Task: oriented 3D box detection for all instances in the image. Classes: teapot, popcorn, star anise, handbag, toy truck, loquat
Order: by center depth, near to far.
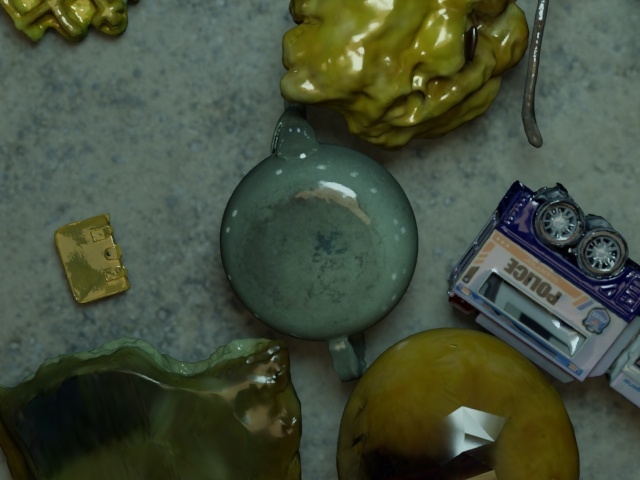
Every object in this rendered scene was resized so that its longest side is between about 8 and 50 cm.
[{"bbox_3d":[0.128,0.200,1.188,0.235,0.235,0.235,0,94,2],"label":"loquat"},{"bbox_3d":[0.078,-0.180,1.189,0.254,0.191,0.190,-12,108,-6],"label":"popcorn"},{"bbox_3d":[0.240,-0.240,1.207,0.227,0.148,0.218,-35,80,12],"label":"star anise"},{"bbox_3d":[0.000,0.000,1.224,0.193,0.129,0.294,-12,104,11],"label":"teapot"},{"bbox_3d":[0.268,0.067,1.229,0.268,0.124,0.155,36,101,1],"label":"toy truck"},{"bbox_3d":[-0.234,0.018,1.289,0.061,0.027,0.083,-18,95,3],"label":"handbag"}]

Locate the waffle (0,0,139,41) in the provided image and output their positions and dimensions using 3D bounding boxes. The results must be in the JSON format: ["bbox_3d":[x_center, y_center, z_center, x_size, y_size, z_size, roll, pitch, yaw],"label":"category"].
[{"bbox_3d":[-0.241,-0.314,1.253,0.229,0.057,0.219,-35,92,3],"label":"waffle"}]

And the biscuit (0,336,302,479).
[{"bbox_3d":[-0.163,0.199,1.245,0.329,0.078,0.335,43,108,-1],"label":"biscuit"}]
